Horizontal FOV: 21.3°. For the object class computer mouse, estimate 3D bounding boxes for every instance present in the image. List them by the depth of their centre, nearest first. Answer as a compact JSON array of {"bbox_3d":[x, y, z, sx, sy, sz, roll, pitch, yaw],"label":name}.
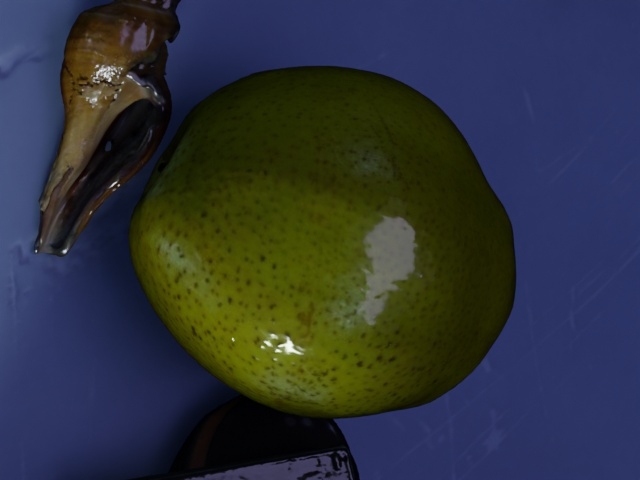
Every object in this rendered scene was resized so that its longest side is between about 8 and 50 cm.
[{"bbox_3d":[-0.064,0.274,1.349,0.183,0.116,0.323,29,74,-31],"label":"computer mouse"}]

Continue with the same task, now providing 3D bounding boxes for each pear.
[{"bbox_3d":[0.000,0.000,1.288,0.294,0.294,0.294,-4,95,-40],"label":"pear"}]

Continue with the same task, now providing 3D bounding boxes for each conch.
[{"bbox_3d":[-0.154,-0.102,1.272,0.080,0.086,0.232,-57,157,-75],"label":"conch"}]

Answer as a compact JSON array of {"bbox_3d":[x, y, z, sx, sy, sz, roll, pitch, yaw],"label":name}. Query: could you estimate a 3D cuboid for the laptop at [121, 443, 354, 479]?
[{"bbox_3d":[-0.064,0.243,1.273,0.207,0.026,0.154,-7,82,-16],"label":"laptop"}]
